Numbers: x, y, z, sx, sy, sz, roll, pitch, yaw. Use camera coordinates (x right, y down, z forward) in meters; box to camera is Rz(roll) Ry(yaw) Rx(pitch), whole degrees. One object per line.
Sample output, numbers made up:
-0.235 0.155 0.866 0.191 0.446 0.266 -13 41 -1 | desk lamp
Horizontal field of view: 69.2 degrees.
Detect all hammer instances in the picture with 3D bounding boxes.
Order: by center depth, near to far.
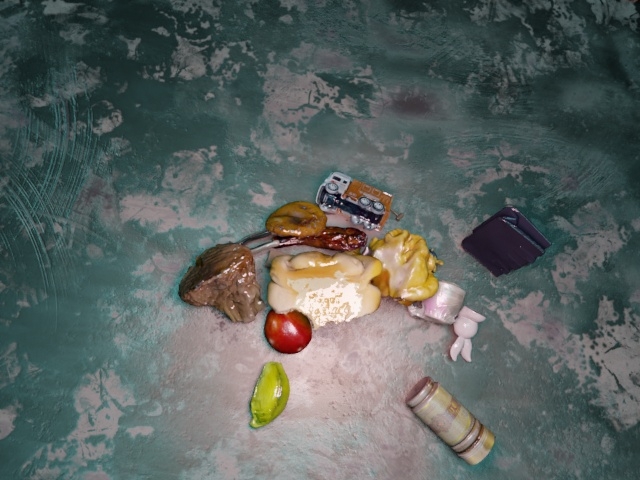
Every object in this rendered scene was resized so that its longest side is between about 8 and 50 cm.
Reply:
0.318 -0.135 2.063 0.035 0.019 0.110 -42 77 -15 | hammer

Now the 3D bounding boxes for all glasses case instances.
-0.128 0.097 1.933 0.194 0.070 0.102 13 46 0 | glasses case

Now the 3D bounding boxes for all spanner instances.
-0.331 0.033 1.920 0.325 0.040 0.095 -20 60 -2 | spanner

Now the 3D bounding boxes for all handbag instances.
0.770 0.019 1.907 0.269 0.325 0.118 45 68 5 | handbag

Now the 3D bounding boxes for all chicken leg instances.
0.000 0.000 1.930 0.408 0.158 0.095 0 109 18 | chicken leg

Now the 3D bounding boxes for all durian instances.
-0.188 0.589 1.766 0.139 0.101 0.249 -1 71 31 | durian

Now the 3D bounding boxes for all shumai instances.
-0.361 0.174 1.840 0.346 0.217 0.283 -38 122 14 | shumai

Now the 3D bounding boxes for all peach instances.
-0.122 0.351 1.792 0.198 0.197 0.197 2 74 -5 | peach

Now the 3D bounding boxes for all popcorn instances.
0.316 0.113 1.874 0.298 0.281 0.315 -17 84 34 | popcorn

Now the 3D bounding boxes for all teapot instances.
0.467 0.248 1.893 0.222 0.163 0.178 21 78 1 | teapot

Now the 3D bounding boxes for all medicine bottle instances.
0.490 0.683 1.776 0.322 0.151 0.151 43 75 7 | medicine bottle

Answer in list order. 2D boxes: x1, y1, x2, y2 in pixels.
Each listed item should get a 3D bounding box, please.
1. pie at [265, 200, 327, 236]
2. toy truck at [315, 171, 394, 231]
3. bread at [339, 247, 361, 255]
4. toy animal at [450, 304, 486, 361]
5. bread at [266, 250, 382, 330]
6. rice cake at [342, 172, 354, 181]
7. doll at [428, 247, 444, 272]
-0.099 -0.082 1.918 0.274 0.069 0.273 -2 33 1 | pie
0.148 -0.176 1.952 0.306 0.136 0.162 24 50 3 | toy truck
0.116 0.082 1.952 0.157 0.083 0.094 -29 94 -15 | bread
0.587 0.381 1.915 0.104 0.131 0.220 17 100 -34 | toy animal
0.012 0.170 1.718 0.425 0.329 0.245 3 113 2 | bread
0.171 -0.210 2.054 0.222 0.042 0.080 33 80 1 | rice cake
0.444 0.057 1.988 0.179 0.102 0.089 43 32 11 | doll
